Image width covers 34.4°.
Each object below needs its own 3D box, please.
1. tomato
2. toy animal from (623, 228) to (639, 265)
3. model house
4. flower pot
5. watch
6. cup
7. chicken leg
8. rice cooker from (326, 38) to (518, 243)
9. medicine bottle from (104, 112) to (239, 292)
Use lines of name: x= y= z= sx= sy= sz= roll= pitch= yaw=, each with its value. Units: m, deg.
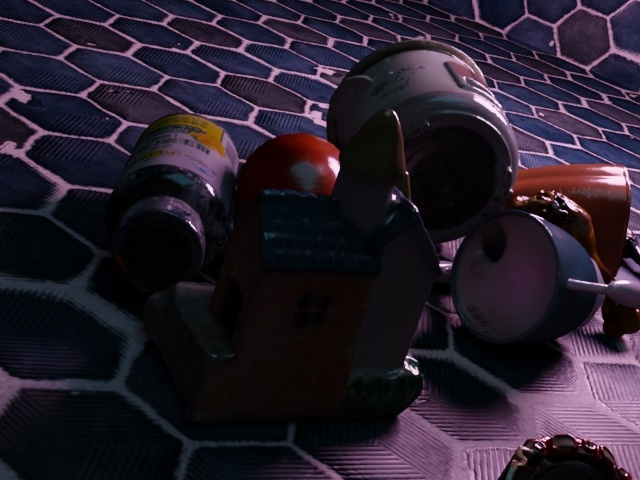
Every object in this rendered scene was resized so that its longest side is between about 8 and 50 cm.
tomato: x=-0.038 y=-0.039 z=1.266 sx=0.136 sy=0.195 sz=0.195 roll=10 pitch=24 yaw=-5
toy animal: x=0.498 y=0.002 z=1.748 sx=0.105 sy=0.070 sz=0.202 roll=-12 pitch=38 yaw=-28
model house: x=0.000 y=0.000 z=1.034 sx=0.267 sy=0.324 sz=0.194 roll=4 pitch=29 yaw=-30
flower pot: x=0.364 y=-0.030 z=1.572 sx=0.173 sy=0.190 sz=0.190 roll=6 pitch=23 yaw=6
watch: x=0.229 y=0.285 z=0.889 sx=0.165 sy=0.102 sz=0.268 roll=14 pitch=32 yaw=-15
cup: x=0.280 y=0.055 z=1.334 sx=0.300 sy=0.167 sz=0.173 roll=6 pitch=-3 yaw=43
chicken leg: x=0.361 y=0.030 z=1.452 sx=0.251 sy=0.107 sz=0.087 roll=51 pitch=35 yaw=3
rice cooker: x=0.154 y=-0.153 z=1.568 sx=0.317 sy=0.264 sz=0.316 roll=27 pitch=23 yaw=-13
medicine bottle: x=-0.175 y=-0.046 z=1.234 sx=0.141 sy=0.141 sz=0.293 roll=15 pitch=24 yaw=-7
